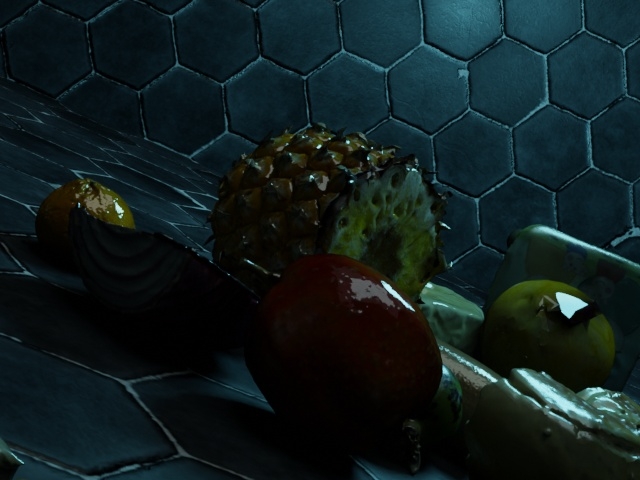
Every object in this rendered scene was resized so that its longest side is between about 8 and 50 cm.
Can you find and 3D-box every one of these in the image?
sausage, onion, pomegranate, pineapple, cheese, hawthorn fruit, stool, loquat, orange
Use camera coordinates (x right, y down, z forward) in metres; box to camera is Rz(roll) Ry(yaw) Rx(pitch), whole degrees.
[{"bbox_3d":[0.137,0.188,1.378,0.253,0.123,0.123,29,8,23],"label":"sausage"},{"bbox_3d":[-0.181,0.075,1.259,0.250,0.111,0.247,16,-20,39],"label":"onion"},{"bbox_3d":[0.107,0.206,1.247,0.122,0.122,0.161,24,37,-4],"label":"pomegranate"},{"bbox_3d":[0.002,-0.001,1.570,0.352,0.352,0.300,18,0,-42],"label":"pineapple"},{"bbox_3d":[0.143,0.116,1.928,0.326,0.115,0.318,24,6,20],"label":"cheese"},{"bbox_3d":[0.007,0.105,1.139,0.253,0.205,0.205,51,10,4],"label":"hawthorn fruit"},{"bbox_3d":[0.457,0.153,2.060,0.310,0.310,0.226,25,-2,1],"label":"stool"},{"bbox_3d":[0.392,0.184,1.836,0.235,0.235,0.235,24,7,-3],"label":"loquat"},{"bbox_3d":[-0.316,-0.023,1.427,0.136,0.117,0.135,30,10,-6],"label":"orange"}]

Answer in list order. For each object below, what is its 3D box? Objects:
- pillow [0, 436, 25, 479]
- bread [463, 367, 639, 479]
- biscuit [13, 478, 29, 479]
[{"bbox_3d":[-0.315,0.108,0.749,0.148,0.050,0.230,27,1,-39],"label":"pillow"},{"bbox_3d":[0.315,0.266,1.209,0.314,0.171,0.192,16,14,-47],"label":"bread"},{"bbox_3d":[-0.100,0.220,0.674,0.249,0.035,0.184,24,9,-20],"label":"biscuit"}]
